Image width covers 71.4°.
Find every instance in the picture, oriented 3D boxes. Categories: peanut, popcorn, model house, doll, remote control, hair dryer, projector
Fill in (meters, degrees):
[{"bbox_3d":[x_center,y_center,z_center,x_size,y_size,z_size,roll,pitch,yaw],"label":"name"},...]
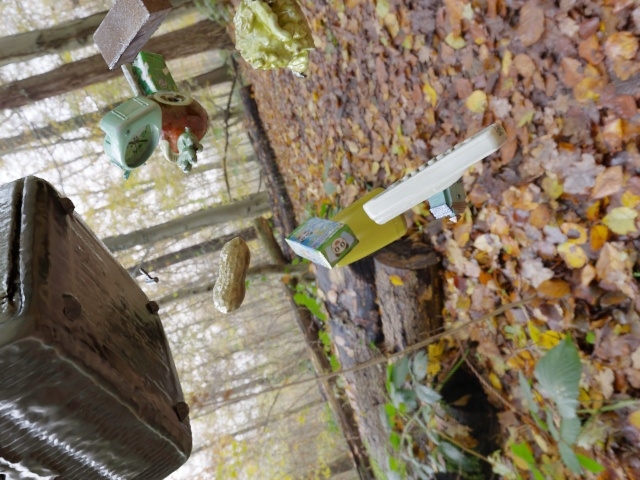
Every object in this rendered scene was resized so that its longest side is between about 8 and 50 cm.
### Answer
[{"bbox_3d":[-0.260,0.103,1.316,0.103,0.098,0.229,17,97,44],"label":"peanut"},{"bbox_3d":[-0.150,-0.674,1.455,0.293,0.293,0.236,-116,37,-58],"label":"popcorn"},{"bbox_3d":[0.453,-0.126,1.582,0.119,0.148,0.148,-27,71,50],"label":"model house"},{"bbox_3d":[-0.397,-0.267,1.361,0.115,0.078,0.150,-53,38,37],"label":"doll"},{"bbox_3d":[0.169,-0.095,0.672,0.049,0.230,0.090,58,-143,0],"label":"remote control"},{"bbox_3d":[-0.638,0.131,1.636,0.026,0.047,0.083,-82,-29,-42],"label":"hair dryer"},{"bbox_3d":[-0.402,0.158,0.682,0.405,0.242,0.395,48,163,47],"label":"projector"}]

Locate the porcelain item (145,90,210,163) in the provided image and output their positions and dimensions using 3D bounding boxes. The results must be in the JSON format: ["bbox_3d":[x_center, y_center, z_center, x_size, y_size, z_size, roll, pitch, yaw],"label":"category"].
[{"bbox_3d":[-0.504,-0.380,1.520,0.253,0.253,0.252,161,90,-86],"label":"porcelain item"}]

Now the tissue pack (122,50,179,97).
[{"bbox_3d":[-0.663,-0.594,1.699,0.148,0.156,0.208,-40,71,38],"label":"tissue pack"}]

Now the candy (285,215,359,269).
[{"bbox_3d":[0.000,0.000,1.076,0.062,0.097,0.195,55,163,-25],"label":"candy"}]

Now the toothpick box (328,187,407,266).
[{"bbox_3d":[0.122,-0.033,1.418,0.174,0.272,0.175,59,178,3],"label":"toothpick box"}]

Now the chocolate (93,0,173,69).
[{"bbox_3d":[-0.582,-0.652,1.351,0.321,0.112,0.111,-19,112,45],"label":"chocolate"}]

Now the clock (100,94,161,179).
[{"bbox_3d":[-0.479,-0.250,1.130,0.159,0.066,0.210,-55,-6,-44],"label":"clock"}]
